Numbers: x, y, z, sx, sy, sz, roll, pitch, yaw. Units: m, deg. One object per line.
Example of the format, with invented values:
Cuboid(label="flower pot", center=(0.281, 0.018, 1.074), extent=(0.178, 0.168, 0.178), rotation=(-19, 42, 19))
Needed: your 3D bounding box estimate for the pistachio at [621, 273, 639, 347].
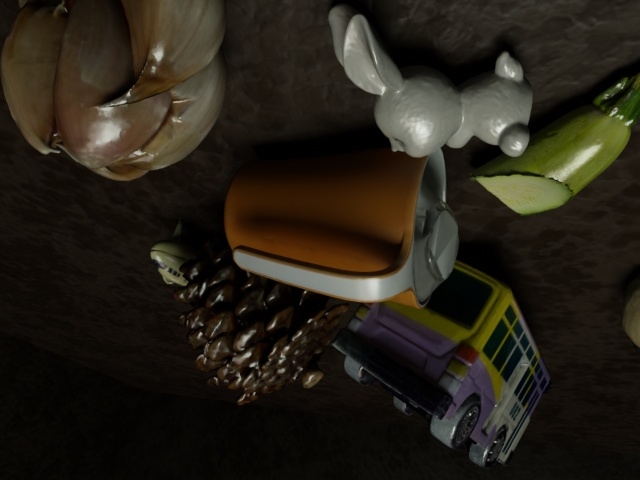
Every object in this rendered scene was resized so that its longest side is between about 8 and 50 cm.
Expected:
Cuboid(label="pistachio", center=(0.496, 0.099, 0.691), extent=(0.112, 0.113, 0.149), rotation=(-3, 133, 24))

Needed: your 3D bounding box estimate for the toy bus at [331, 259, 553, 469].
Cuboid(label="toy bus", center=(0.240, 0.212, 0.823), extent=(0.209, 0.249, 0.440), rotation=(25, 166, 42))

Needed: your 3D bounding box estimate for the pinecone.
Cuboid(label="pinecone", center=(-0.095, 0.108, 0.699), extent=(0.272, 0.224, 0.224), rotation=(40, 159, 21))

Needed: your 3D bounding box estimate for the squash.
Cuboid(label="squash", center=(0.239, -0.083, 0.471), extent=(0.090, 0.075, 0.200), rotation=(42, 146, -2))

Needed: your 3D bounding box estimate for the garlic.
Cuboid(label="garlic", center=(-0.156, -0.150, 0.417), extent=(0.213, 0.191, 0.160), rotation=(-15, 168, 21))

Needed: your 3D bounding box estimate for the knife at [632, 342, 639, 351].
Cuboid(label="knife", center=(0.710, 0.186, 0.856), extent=(0.245, 0.019, 0.072), rotation=(-3, 145, 19))

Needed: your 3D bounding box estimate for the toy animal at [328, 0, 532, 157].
Cuboid(label="toy animal", center=(0.090, -0.139, 0.435), extent=(0.181, 0.131, 0.127), rotation=(6, 120, -5))

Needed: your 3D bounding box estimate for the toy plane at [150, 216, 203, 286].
Cuboid(label="toy plane", center=(-0.212, 0.054, 0.852), extent=(0.241, 0.104, 0.256), rotation=(1, 150, 23))

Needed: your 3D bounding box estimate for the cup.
Cuboid(label="cup", center=(0.019, -0.014, 0.545), extent=(0.263, 0.226, 0.183), rotation=(6, 120, 23))
